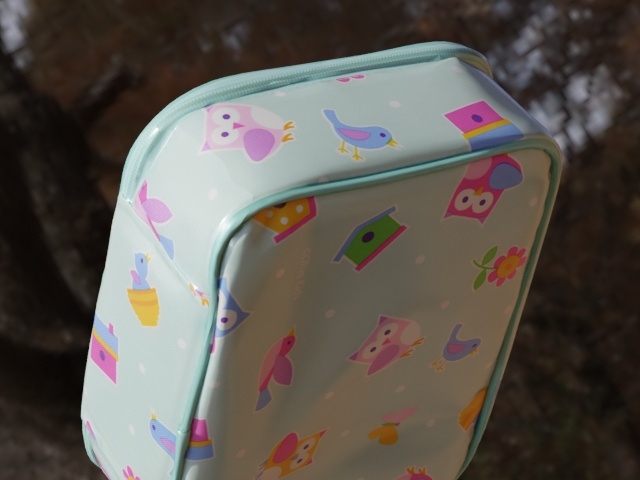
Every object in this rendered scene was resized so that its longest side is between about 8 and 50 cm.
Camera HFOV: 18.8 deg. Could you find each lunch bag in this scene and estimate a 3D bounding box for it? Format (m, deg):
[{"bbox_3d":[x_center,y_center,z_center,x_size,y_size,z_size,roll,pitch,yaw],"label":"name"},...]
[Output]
[{"bbox_3d":[0.001,0.037,0.979,0.224,0.108,0.279,-16,-41,-30],"label":"lunch bag"}]
